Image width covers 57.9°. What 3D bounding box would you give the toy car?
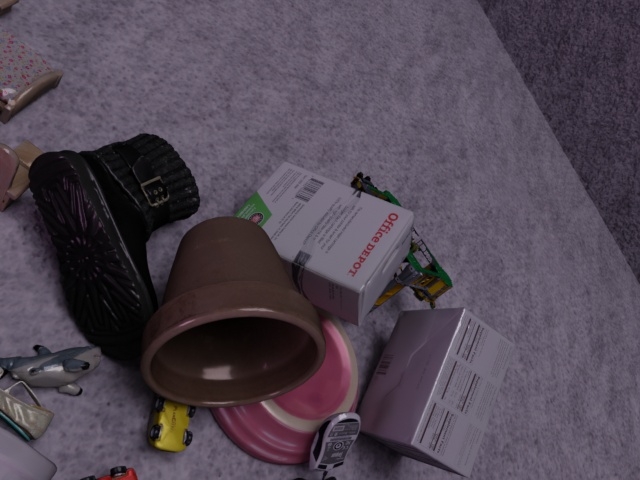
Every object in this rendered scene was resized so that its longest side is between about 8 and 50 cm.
[{"bbox_3d":[-0.221,0.364,0.846,0.225,0.053,0.239,48,45,-7],"label":"toy car"}]

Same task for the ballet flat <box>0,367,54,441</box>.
[{"bbox_3d":[-0.429,0.198,0.769,0.168,0.057,0.052,49,54,-18],"label":"ballet flat"}]

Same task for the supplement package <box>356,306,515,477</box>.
[{"bbox_3d":[0.213,0.279,1.104,0.145,0.204,0.262,35,68,-18],"label":"supplement package"}]

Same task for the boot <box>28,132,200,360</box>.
[{"bbox_3d":[-0.297,-0.006,0.957,0.260,0.131,0.348,-31,107,-66],"label":"boot"}]

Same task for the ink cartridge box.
[{"bbox_3d":[0.000,0.000,1.079,0.289,0.122,0.211,24,55,21],"label":"ink cartridge box"}]

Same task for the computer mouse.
[{"bbox_3d":[0.013,0.358,0.980,0.106,0.193,0.042,8,22,-31],"label":"computer mouse"}]

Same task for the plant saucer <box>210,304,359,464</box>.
[{"bbox_3d":[-0.051,0.228,1.052,0.332,0.084,0.332,22,52,-30],"label":"plant saucer"}]

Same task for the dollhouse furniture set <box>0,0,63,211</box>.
[{"bbox_3d":[-0.496,-0.281,0.923,0.303,0.174,0.356,40,46,-15],"label":"dollhouse furniture set"}]

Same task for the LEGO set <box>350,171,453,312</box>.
[{"bbox_3d":[0.114,0.036,1.278,0.331,0.192,0.255,57,22,18],"label":"LEGO set"}]

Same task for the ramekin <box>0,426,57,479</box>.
[{"bbox_3d":[-0.432,0.227,0.610,0.273,0.273,0.127,40,58,-15],"label":"ramekin"}]

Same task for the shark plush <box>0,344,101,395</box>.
[{"bbox_3d":[-0.401,0.179,0.829,0.161,0.073,0.067,-1,43,-18],"label":"shark plush"}]

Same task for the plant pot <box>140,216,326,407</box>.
[{"bbox_3d":[-0.140,0.092,0.879,0.263,0.263,0.229,16,42,-33],"label":"plant pot"}]
